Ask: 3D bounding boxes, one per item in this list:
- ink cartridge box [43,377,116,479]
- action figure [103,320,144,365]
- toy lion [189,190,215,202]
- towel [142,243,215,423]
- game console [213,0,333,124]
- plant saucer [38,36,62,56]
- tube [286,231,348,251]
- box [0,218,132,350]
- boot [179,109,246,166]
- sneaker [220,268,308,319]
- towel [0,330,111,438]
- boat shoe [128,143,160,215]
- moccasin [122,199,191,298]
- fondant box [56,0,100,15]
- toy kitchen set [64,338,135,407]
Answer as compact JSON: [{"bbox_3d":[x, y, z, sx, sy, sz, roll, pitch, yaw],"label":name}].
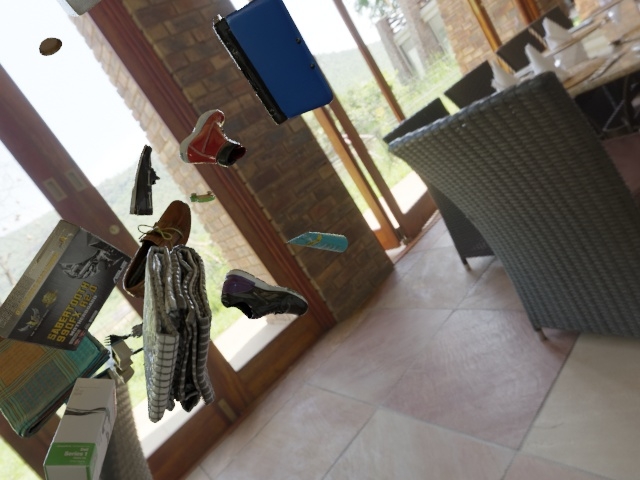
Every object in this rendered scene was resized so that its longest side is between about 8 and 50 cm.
[{"bbox_3d":[-0.557,0.463,0.994,0.219,0.092,0.160,-102,23,-53],"label":"ink cartridge box"},{"bbox_3d":[-0.591,0.348,1.448,0.275,0.164,0.141,-18,9,8],"label":"action figure"},{"bbox_3d":[-0.451,-0.161,1.601,0.100,0.034,0.096,-7,20,-2],"label":"toy lion"},{"bbox_3d":[-0.283,0.171,0.842,0.121,0.235,0.284,0,29,-26],"label":"towel"},{"bbox_3d":[-0.126,-0.476,1.101,0.173,0.293,0.250,-31,36,6],"label":"game console"},{"bbox_3d":[-0.909,-0.654,1.411,0.083,0.015,0.083,-40,4,4],"label":"plant saucer"},{"bbox_3d":[0.000,0.000,1.220,0.080,0.052,0.207,-30,-23,33],"label":"tube"},{"bbox_3d":[-0.511,0.097,0.853,0.183,0.056,0.231,71,-138,-67],"label":"box"},{"bbox_3d":[-0.292,-0.308,1.270,0.176,0.088,0.244,7,48,8],"label":"boot"},{"bbox_3d":[-0.174,0.201,1.291,0.107,0.283,0.124,-48,27,44],"label":"sneaker"},{"bbox_3d":[-0.785,0.319,1.157,0.370,0.040,0.271,28,65,28],"label":"towel"},{"bbox_3d":[-0.473,-0.162,1.145,0.075,0.064,0.206,-27,56,60],"label":"boat shoe"},{"bbox_3d":[-0.579,0.017,1.492,0.380,0.139,0.147,-62,-11,-20],"label":"moccasin"},{"bbox_3d":[-0.514,-0.705,0.929,0.330,0.238,0.096,-48,45,-13],"label":"fondant box"},{"bbox_3d":[-0.709,0.407,1.313,0.207,0.122,0.166,-32,-26,-42],"label":"toy kitchen set"}]
